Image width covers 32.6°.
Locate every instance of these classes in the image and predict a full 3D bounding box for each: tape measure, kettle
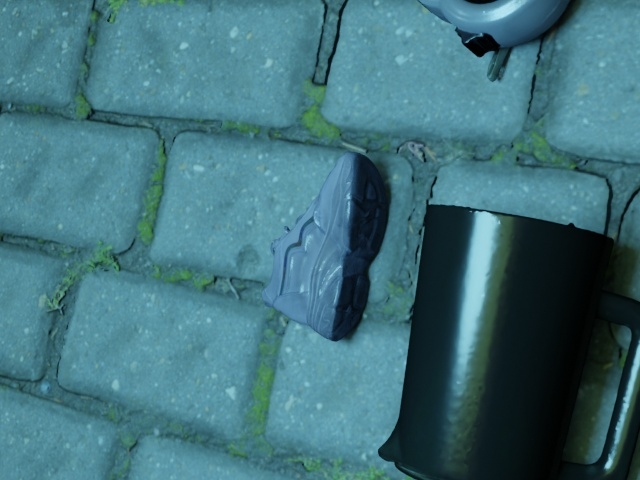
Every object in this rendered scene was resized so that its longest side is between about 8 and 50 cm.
[{"bbox_3d":[0.227,-0.321,1.364,0.196,0.105,0.178,-40,56,17],"label":"tape measure"},{"bbox_3d":[0.223,0.130,1.257,0.203,0.262,0.308,-172,92,-67],"label":"kettle"}]

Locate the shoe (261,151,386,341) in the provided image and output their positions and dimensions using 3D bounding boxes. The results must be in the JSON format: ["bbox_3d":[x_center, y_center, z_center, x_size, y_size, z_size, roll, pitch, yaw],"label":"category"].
[{"bbox_3d":[0.000,0.000,1.441,0.137,0.095,0.245,14,95,29],"label":"shoe"}]
